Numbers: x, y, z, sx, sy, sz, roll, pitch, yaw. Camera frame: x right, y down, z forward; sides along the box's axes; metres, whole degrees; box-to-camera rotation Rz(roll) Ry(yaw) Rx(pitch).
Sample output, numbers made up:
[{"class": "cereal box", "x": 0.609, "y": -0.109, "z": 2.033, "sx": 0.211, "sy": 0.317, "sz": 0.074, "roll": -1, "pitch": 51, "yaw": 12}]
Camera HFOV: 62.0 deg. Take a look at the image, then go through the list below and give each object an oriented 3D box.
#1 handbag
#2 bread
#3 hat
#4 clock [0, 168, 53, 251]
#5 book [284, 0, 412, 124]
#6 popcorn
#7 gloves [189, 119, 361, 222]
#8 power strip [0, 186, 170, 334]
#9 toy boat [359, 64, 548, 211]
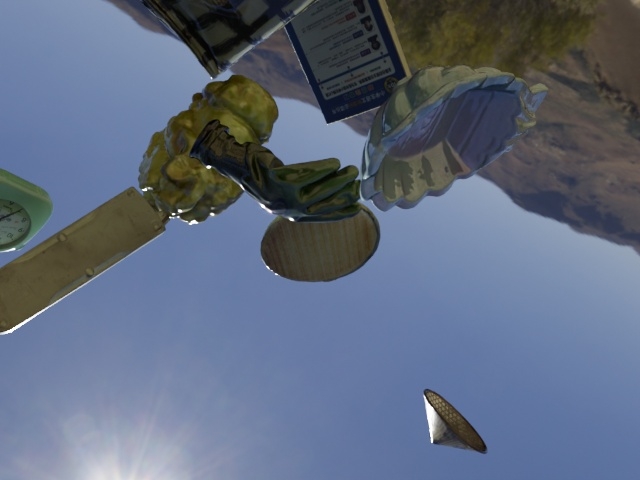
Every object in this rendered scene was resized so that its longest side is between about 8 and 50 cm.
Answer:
[{"class": "handbag", "x": -0.172, "y": -0.496, "z": 0.938, "sx": 0.327, "sy": 0.325, "sz": 0.162, "roll": 37, "pitch": -155, "yaw": -54}, {"class": "bread", "x": 0.000, "y": 0.000, "z": 1.158, "sx": 0.267, "sy": 0.267, "sz": 0.040, "roll": 18, "pitch": -141, "yaw": -30}, {"class": "hat", "x": 0.289, "y": 0.443, "z": 1.239, "sx": 0.193, "sy": 0.082, "sz": 0.193, "roll": 41, "pitch": -174, "yaw": -5}, {"class": "clock", "x": -0.445, "y": -0.029, "z": 0.728, "sx": 0.101, "sy": 0.135, "sz": 0.041, "roll": 36, "pitch": -172, "yaw": -46}, {"class": "book", "x": 0.051, "y": -0.543, "z": 1.410, "sx": 0.039, "sy": 0.300, "sz": 0.428, "roll": -46, "pitch": -62, "yaw": -45}, {"class": "popcorn", "x": -0.219, "y": -0.168, "z": 0.989, "sx": 0.225, "sy": 0.286, "sz": 0.174, "roll": 15, "pitch": 163, "yaw": 46}, {"class": "gloves", "x": -0.061, "y": -0.092, "z": 0.793, "sx": 0.268, "sy": 0.107, "sz": 0.135, "roll": 17, "pitch": 179, "yaw": -10}, {"class": "power strip", "x": -0.332, "y": 0.027, "z": 0.706, "sx": 0.286, "sy": 0.048, "sz": 0.080, "roll": -42, "pitch": -80, "yaw": -35}, {"class": "toy boat", "x": 0.151, "y": -0.141, "z": 0.655, "sx": 0.290, "sy": 0.199, "sz": 0.100, "roll": -16, "pitch": -121, "yaw": -31}]
